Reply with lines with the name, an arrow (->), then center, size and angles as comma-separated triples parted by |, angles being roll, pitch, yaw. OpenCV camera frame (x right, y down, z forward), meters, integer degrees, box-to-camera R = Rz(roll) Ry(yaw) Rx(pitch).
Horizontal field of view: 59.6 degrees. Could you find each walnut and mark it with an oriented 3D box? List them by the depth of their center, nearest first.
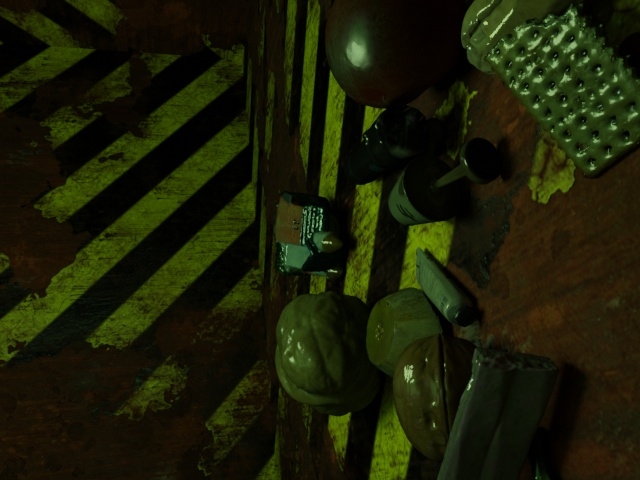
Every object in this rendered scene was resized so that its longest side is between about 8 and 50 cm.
walnut -> 0.197, 0.244, 0.867 | 0.167, 0.167, 0.207 | -159, 57, -73
walnut -> 0.022, 0.262, 1.325 | 0.277, 0.253, 0.282 | -104, 19, -46

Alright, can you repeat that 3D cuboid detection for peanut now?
peanut -> 0.266, -0.309, 0.665 | 0.290, 0.129, 0.130 | 115, 150, -62

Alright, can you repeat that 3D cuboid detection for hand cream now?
hand cream -> 0.217, 0.088, 1.020 | 0.234, 0.050, 0.080 | -118, 24, -67

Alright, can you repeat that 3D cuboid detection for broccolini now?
broccolini -> 0.303, 0.352, 0.722 | 0.058, 0.067, 0.216 | 128, 148, -61

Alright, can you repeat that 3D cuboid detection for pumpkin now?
pumpkin -> 0.155, 0.200, 1.097 | 0.217, 0.109, 0.218 | 176, 90, -80

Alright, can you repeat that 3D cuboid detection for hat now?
hat -> 0.212, -0.194, 1.035 | 0.087, 0.042, 0.058 | 53, -153, -53

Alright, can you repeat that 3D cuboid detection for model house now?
model house -> 0.000, 0.000, 1.607 | 0.291, 0.184, 0.253 | 18, 102, 59

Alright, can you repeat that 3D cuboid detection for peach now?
peach -> 0.124, -0.352, 0.973 | 0.252, 0.252, 0.253 | 179, 90, -74

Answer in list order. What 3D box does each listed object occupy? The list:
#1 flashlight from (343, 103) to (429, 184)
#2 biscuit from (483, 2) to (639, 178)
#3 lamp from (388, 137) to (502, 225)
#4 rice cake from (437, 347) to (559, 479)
flashlight -> 0.122, -0.179, 1.150 | 0.424, 0.103, 0.103 | 164, 104, -84
biscuit -> 0.286, -0.176, 0.635 | 0.203, 0.016, 0.144 | 55, 155, 9
lamp -> 0.199, -0.093, 0.932 | 0.214, 0.121, 0.122 | 149, 119, -62
rice cake -> 0.227, 0.283, 0.764 | 0.050, 0.106, 0.298 | -67, -13, -70
